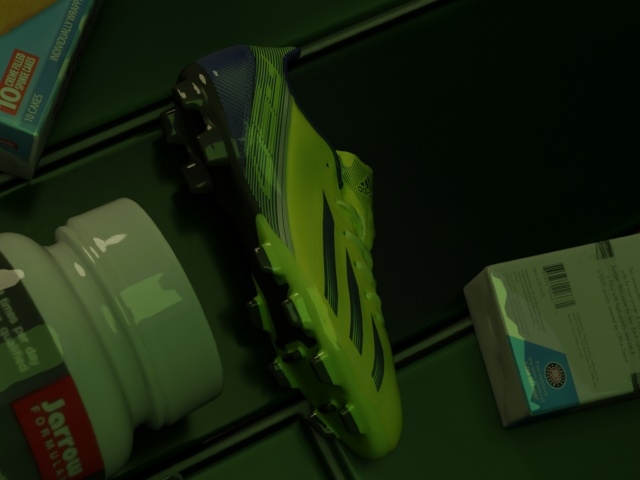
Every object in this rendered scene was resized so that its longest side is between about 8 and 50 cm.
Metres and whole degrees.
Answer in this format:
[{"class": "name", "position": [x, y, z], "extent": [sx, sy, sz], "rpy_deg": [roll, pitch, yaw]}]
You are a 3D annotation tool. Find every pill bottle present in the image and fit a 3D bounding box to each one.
[{"class": "pill bottle", "position": [-0.209, 0.094, 0.904], "extent": [0.283, 0.161, 0.161], "rpy_deg": [-26, 80, -18]}]

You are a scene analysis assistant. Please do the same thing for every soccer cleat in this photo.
[{"class": "soccer cleat", "position": [0.000, -0.001, 1.018], "extent": [0.121, 0.093, 0.289], "rpy_deg": [-21, 79, -24]}]

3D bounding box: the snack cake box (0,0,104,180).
[{"class": "snack cake box", "position": [-0.213, -0.191, 1.033], "extent": [0.152, 0.089, 0.264], "rpy_deg": [20, 69, -6]}]

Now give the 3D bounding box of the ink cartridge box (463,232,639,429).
[{"class": "ink cartridge box", "position": [0.200, 0.056, 1.059], "extent": [0.180, 0.060, 0.104], "rpy_deg": [-11, 75, -15]}]

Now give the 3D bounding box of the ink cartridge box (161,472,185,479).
[{"class": "ink cartridge box", "position": [-0.125, 0.319, 0.817], "extent": [0.307, 0.072, 0.303], "rpy_deg": [-28, 67, -23]}]
